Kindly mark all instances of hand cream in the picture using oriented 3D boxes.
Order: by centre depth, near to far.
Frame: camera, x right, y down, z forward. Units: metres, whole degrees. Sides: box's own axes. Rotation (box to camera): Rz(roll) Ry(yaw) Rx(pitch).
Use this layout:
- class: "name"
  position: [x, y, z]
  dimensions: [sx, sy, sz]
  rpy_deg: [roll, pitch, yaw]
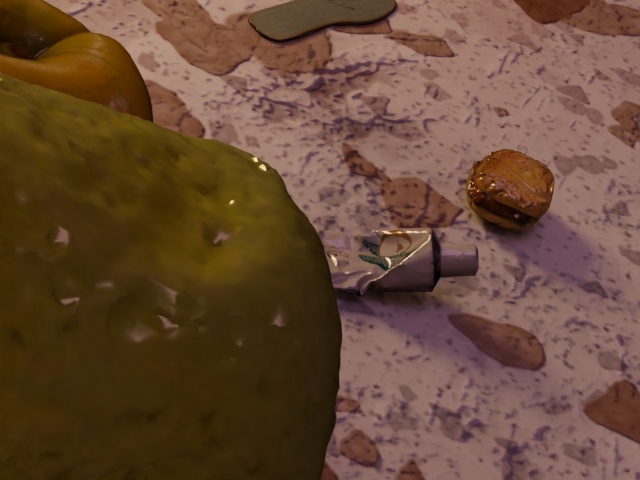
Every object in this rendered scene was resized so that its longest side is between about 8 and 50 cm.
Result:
- class: "hand cream"
  position: [-0.001, 0.003, 1.431]
  dimensions: [0.257, 0.050, 0.084]
  rpy_deg: [7, 38, -11]

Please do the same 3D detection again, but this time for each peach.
- class: "peach"
  position: [-0.241, -0.101, 1.356]
  dimensions: [0.251, 0.153, 0.251]
  rpy_deg: [27, 24, -13]

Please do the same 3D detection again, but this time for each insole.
- class: "insole"
  position: [0.004, -0.219, 1.735]
  dimensions: [0.064, 0.004, 0.188]
  rpy_deg: [42, 41, 24]

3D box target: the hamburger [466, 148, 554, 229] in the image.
- class: "hamburger"
  position: [0.162, -0.044, 1.574]
  dimensions: [0.076, 0.044, 0.083]
  rpy_deg: [30, 40, 5]

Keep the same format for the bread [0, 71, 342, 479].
- class: "bread"
  position: [-0.177, 0.063, 1.034]
  dimensions: [0.308, 0.348, 0.348]
  rpy_deg: [4, 41, -31]
